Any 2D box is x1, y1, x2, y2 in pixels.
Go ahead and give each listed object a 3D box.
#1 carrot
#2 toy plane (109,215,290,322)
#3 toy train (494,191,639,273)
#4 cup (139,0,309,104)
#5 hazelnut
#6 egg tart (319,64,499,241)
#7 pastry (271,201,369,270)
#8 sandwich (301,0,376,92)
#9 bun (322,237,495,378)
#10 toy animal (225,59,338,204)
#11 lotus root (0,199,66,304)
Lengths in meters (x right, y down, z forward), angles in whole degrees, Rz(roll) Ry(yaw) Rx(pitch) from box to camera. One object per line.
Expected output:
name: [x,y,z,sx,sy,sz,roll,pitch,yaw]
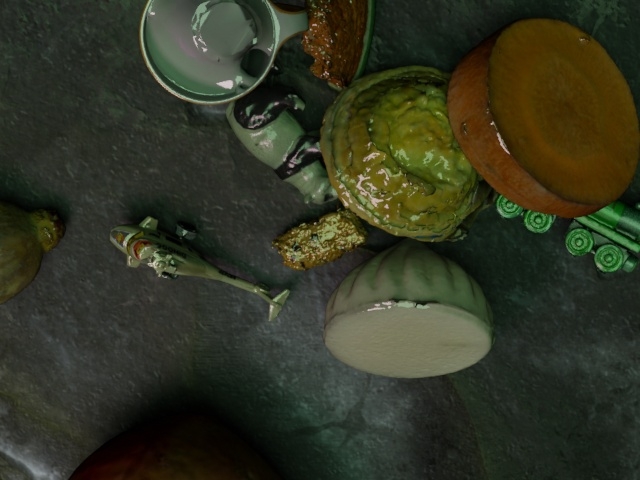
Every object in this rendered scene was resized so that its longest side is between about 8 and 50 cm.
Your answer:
carrot: [0.329,-0.170,1.735,0.307,0.100,0.258,41,67,-11]
toy plane: [-0.189,0.040,1.878,0.286,0.108,0.092,23,105,-18]
toy train: [0.374,-0.046,1.823,0.251,0.085,0.119,28,99,6]
cup: [-0.136,-0.298,1.683,0.226,0.264,0.182,-8,107,-6]
hazelnut: [-0.215,0.477,1.883,0.421,0.353,0.421,5,133,5]
egg tart: [0.144,-0.128,1.746,0.290,0.107,0.291,5,75,-18]
pastry: [0.000,0.000,1.878,0.140,0.056,0.080,-30,92,12]
sandwich: [0.016,-0.316,1.747,0.079,0.159,0.235,17,138,23]
bun: [0.135,0.084,1.839,0.263,0.175,0.263,3,149,2]
toy animal: [-0.043,-0.151,1.816,0.121,0.094,0.225,-40,103,14]
lotus root: [-0.540,0.027,1.861,0.309,0.173,0.173,-25,104,1]
